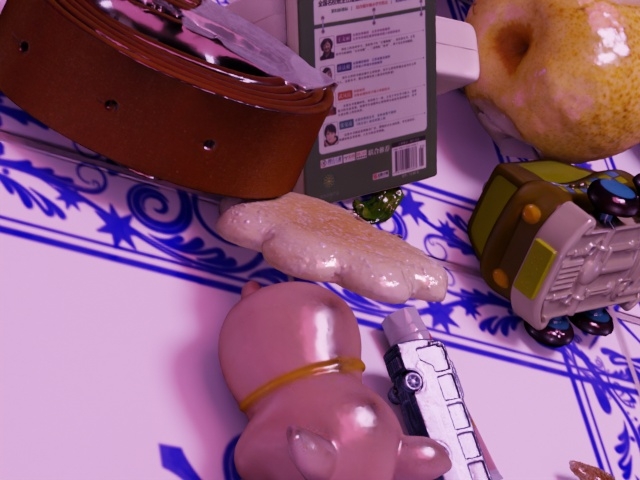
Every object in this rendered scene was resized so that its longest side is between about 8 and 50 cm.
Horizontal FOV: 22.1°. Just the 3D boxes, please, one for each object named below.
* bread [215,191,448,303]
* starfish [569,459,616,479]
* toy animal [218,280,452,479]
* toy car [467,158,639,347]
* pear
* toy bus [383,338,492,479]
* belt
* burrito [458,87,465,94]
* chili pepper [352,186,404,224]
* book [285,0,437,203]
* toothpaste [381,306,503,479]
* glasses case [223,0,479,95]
[{"bbox_3d":[0.000,0.000,1.582,0.182,0.039,0.251,5,18,-44],"label":"bread"},{"bbox_3d":[0.349,0.315,1.708,0.236,0.062,0.277,35,39,-13],"label":"starfish"},{"bbox_3d":[-0.011,0.136,1.467,0.165,0.149,0.248,-4,45,-28],"label":"toy animal"},{"bbox_3d":[0.273,-0.015,1.874,0.248,0.204,0.198,-7,38,-45],"label":"toy car"},{"bbox_3d":[0.302,-0.215,1.958,0.271,0.271,0.271,26,40,-25],"label":"pear"},{"bbox_3d":[0.114,0.177,1.595,0.065,0.047,0.166,-10,71,-24],"label":"toy bus"},{"bbox_3d":[-0.150,-0.156,1.590,0.339,0.122,0.217,21,28,-19],"label":"belt"},{"bbox_3d":[0.255,-0.190,2.107,0.275,0.059,0.082,21,36,-30],"label":"burrito"},{"bbox_3d":[0.062,-0.038,1.798,0.030,0.034,0.091,23,28,27],"label":"chili pepper"},{"bbox_3d":[0.048,-0.180,1.746,0.202,0.027,0.264,-15,111,-38],"label":"book"},{"bbox_3d":[0.118,0.160,1.650,0.067,0.043,0.194,-10,67,-39],"label":"toothpaste"},{"bbox_3d":[0.031,-0.216,1.838,0.313,0.131,0.070,5,76,-42],"label":"glasses case"}]
